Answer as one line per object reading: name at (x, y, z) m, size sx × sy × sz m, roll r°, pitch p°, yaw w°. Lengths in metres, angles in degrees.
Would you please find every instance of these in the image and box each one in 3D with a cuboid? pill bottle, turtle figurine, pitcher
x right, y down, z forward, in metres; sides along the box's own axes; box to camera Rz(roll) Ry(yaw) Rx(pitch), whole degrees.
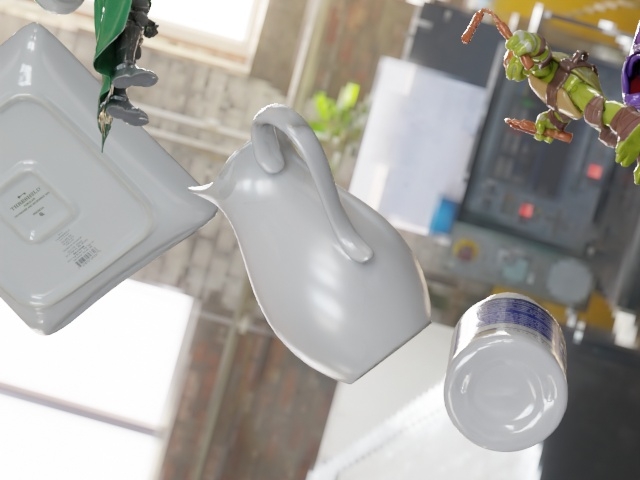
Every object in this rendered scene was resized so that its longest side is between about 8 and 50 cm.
pill bottle at (0.174, 0.113, 1.506) m, size 0.187 × 0.112 × 0.112 m, roll -63°, pitch -12°, yaw -73°
turtle figurine at (0.269, -0.147, 1.704) m, size 0.087 × 0.217 × 0.269 m, roll -45°, pitch -30°, yaw -8°
pitcher at (0.000, 0.000, 1.257) m, size 0.125 × 0.207 × 0.178 m, roll -35°, pitch -6°, yaw -22°

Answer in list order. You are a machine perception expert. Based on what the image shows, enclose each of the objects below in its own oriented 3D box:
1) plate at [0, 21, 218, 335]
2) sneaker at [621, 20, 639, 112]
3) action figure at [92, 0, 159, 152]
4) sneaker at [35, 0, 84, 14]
plate at (-0.294, -0.046, 1.674) m, size 0.277 × 0.278 × 0.045 m, roll -35°, pitch 21°, yaw 25°
sneaker at (0.396, -0.215, 1.936) m, size 0.071 × 0.068 × 0.170 m, roll 57°, pitch -142°, yaw -46°
action figure at (-0.158, -0.203, 1.342) m, size 0.137 × 0.063 × 0.232 m, roll 114°, pitch 159°, yaw -50°
sneaker at (-0.370, -0.330, 2.013) m, size 0.151 × 0.094 × 0.256 m, roll -53°, pitch 46°, yaw 31°
